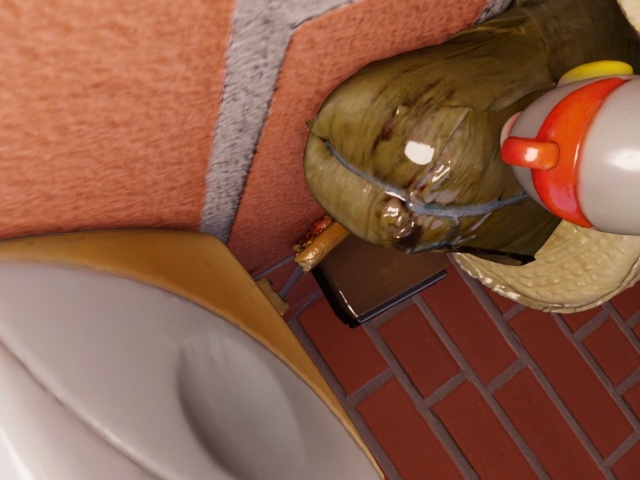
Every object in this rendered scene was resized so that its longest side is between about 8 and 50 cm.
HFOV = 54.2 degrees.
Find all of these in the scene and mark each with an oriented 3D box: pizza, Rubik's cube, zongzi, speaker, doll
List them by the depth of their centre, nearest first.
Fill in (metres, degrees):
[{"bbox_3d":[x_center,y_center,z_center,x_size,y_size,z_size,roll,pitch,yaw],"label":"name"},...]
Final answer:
[{"bbox_3d":[0.237,-0.064,0.422,0.337,0.105,0.200,-7,-159,-33],"label":"doll"},{"bbox_3d":[-0.187,0.216,0.493,0.352,0.347,0.352,-36,171,16],"label":"Rubik's cube"},{"bbox_3d":[0.174,-0.156,0.546,0.356,0.174,0.393,0,126,-54],"label":"zongzi"},{"bbox_3d":[0.000,0.000,1.005,0.201,0.053,0.193,-42,177,-41],"label":"pizza"},{"bbox_3d":[0.112,0.046,1.270,0.231,0.192,0.153,-28,172,-11],"label":"speaker"}]

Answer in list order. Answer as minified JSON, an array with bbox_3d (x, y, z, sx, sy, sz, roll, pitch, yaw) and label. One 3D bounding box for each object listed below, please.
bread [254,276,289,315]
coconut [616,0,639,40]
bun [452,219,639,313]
[{"bbox_3d":[-0.199,0.171,1.032,0.239,0.111,0.246,-38,171,32],"label":"bread"},{"bbox_3d":[0.305,-0.209,0.394,0.233,0.233,0.245,-38,174,29],"label":"coconut"},{"bbox_3d":[0.344,-0.085,0.931,0.202,0.364,0.364,-32,173,-36],"label":"bun"}]
